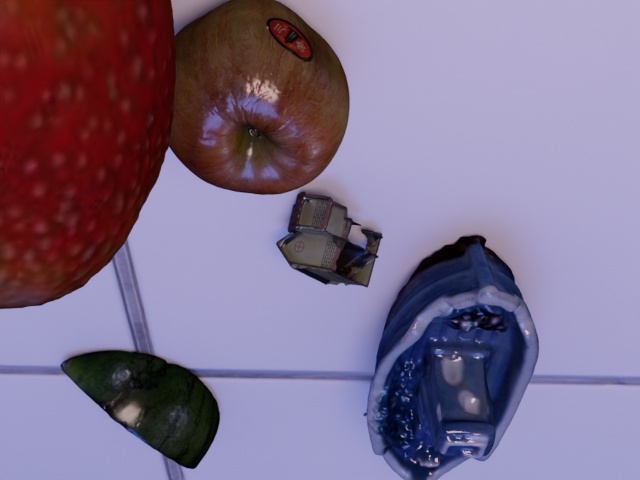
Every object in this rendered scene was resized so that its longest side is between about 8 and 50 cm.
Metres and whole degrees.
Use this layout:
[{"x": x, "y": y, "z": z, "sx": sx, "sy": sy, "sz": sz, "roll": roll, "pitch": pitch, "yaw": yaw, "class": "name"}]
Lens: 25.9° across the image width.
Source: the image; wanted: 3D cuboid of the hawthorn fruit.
[{"x": -0.216, "y": -0.123, "z": 0.744, "sx": 0.284, "sy": 0.285, "sz": 0.369, "roll": 7, "pitch": 130, "yaw": -5, "class": "hawthorn fruit"}]

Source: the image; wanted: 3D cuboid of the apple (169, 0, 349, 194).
[{"x": -0.044, "y": -0.092, "z": 0.899, "sx": 0.126, "sy": 0.102, "sz": 0.126, "roll": 0, "pitch": 137, "yaw": 0, "class": "apple"}]

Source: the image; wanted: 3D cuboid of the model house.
[{"x": 0.000, "y": 0.000, "z": 1.060, "sx": 0.058, "sy": 0.057, "sz": 0.083, "roll": 10, "pitch": 171, "yaw": 36, "class": "model house"}]

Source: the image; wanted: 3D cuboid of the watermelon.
[{"x": -0.142, "y": 0.148, "z": 1.270, "sx": 0.092, "sy": 0.075, "sz": 0.181, "roll": 29, "pitch": 168, "yaw": 50, "class": "watermelon"}]

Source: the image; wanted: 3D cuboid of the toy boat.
[{"x": 0.104, "y": 0.123, "z": 1.131, "sx": 0.129, "sy": 0.142, "sz": 0.309, "roll": 5, "pitch": 141, "yaw": -5, "class": "toy boat"}]
